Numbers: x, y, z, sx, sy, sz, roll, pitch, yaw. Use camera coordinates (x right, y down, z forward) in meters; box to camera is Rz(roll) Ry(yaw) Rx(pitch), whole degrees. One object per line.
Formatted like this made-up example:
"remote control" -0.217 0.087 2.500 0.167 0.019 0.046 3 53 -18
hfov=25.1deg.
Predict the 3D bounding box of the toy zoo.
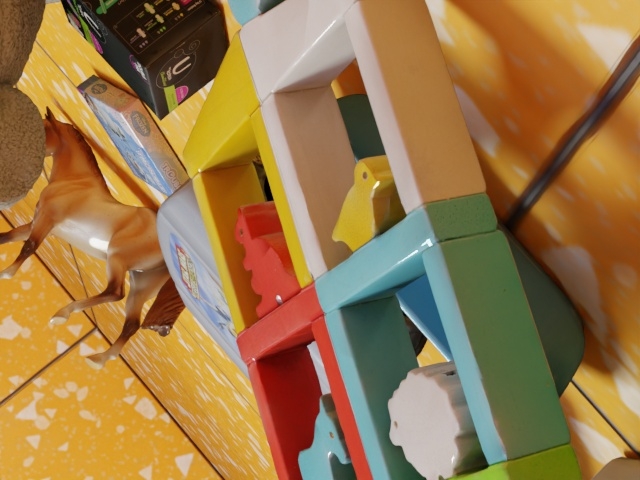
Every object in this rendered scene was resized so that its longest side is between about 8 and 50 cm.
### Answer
"toy zoo" 0.013 0.024 0.562 0.192 0.030 0.293 -39 66 61

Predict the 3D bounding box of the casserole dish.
"casserole dish" 0.053 0.005 0.640 0.188 0.037 0.114 48 166 8

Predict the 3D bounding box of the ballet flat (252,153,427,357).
"ballet flat" 0.000 0.000 0.810 0.173 0.049 0.057 48 -149 13

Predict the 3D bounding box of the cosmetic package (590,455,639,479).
"cosmetic package" 0.144 0.199 0.479 0.156 0.217 0.385 51 168 -1

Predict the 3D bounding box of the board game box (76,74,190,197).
"board game box" -0.139 -0.077 1.085 0.090 0.020 0.090 29 154 55

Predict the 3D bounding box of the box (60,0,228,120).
"box" -0.094 -0.118 0.757 0.083 0.052 0.062 46 167 17

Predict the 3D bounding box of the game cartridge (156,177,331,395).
"game cartridge" -0.038 0.054 1.039 0.198 0.062 0.297 44 166 11

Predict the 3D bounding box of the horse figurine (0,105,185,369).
"horse figurine" -0.204 0.005 1.280 0.263 0.174 0.066 30 150 24

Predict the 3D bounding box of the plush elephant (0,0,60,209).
"plush elephant" -0.252 -0.158 0.818 0.255 0.271 0.330 14 -159 7
